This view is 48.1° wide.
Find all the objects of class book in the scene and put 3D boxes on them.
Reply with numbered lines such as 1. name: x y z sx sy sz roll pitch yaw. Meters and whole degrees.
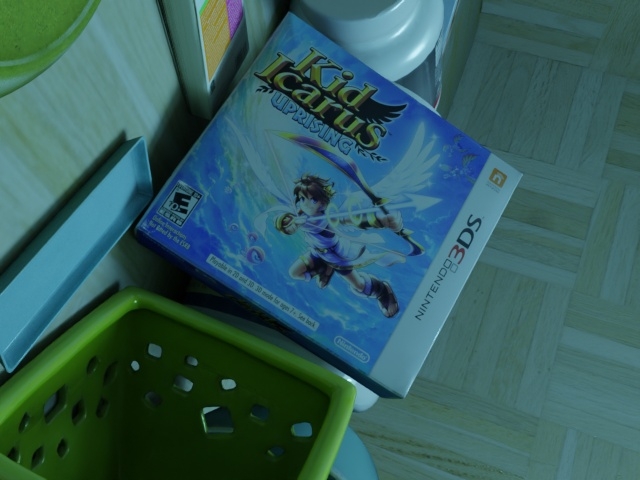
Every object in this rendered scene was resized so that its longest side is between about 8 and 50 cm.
1. book: -0.092 -0.186 0.613 0.144 0.035 0.096 90 20 -59

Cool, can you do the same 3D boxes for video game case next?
1. video game case: 0.015 -0.032 0.650 0.244 0.269 0.061 -59 -174 -18

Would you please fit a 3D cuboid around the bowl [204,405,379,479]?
1. bowl: -0.054 0.295 0.797 0.163 0.311 0.312 -51 156 -64

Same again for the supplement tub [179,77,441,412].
1. supplement tub: 0.000 0.000 0.795 0.235 0.235 0.325 70 39 -71

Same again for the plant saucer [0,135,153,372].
1. plant saucer: -0.179 0.002 0.520 0.067 0.018 0.192 95 16 -46

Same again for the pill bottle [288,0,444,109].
1. pill bottle: 0.059 -0.243 0.863 0.318 0.176 0.176 53 55 -75

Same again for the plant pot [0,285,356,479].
1. plant pot: -0.128 0.203 0.561 0.227 0.228 0.207 -52 164 -59

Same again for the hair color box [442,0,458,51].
1. hair color box: 0.162 -0.337 1.264 0.185 0.113 0.375 -65 170 -53

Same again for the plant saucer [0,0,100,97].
1. plant saucer: -0.155 -0.173 0.336 0.241 0.037 0.241 17 90 -79
